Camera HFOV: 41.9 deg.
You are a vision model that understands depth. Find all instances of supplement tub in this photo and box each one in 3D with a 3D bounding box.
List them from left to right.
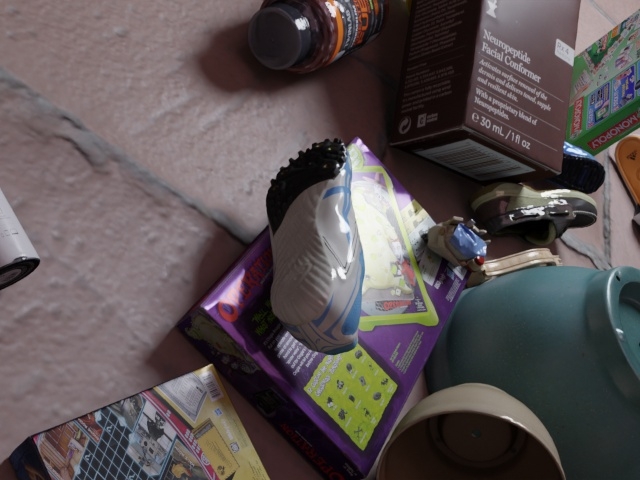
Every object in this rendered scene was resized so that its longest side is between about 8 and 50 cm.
[{"bbox_3d":[-0.004,-0.259,0.987,0.106,0.106,0.198,51,40,-2],"label":"supplement tub"}]

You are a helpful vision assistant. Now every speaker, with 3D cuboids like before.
[{"bbox_3d":[-0.261,-0.031,0.611,0.055,0.055,0.136,-23,79,-49],"label":"speaker"}]

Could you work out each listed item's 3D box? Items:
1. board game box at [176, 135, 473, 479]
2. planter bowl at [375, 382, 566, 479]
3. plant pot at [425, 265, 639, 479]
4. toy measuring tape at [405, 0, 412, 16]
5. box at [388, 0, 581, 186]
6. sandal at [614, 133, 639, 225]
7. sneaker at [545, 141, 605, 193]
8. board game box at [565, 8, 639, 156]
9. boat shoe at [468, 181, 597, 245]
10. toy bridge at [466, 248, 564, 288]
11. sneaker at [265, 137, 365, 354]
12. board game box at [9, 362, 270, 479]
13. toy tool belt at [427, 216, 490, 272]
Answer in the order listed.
[{"bbox_3d":[0.028,0.050,0.838,0.208,0.056,0.347,51,39,-9],"label":"board game box"},{"bbox_3d":[0.139,0.198,0.762,0.162,0.162,0.109,48,23,-6],"label":"planter bowl"},{"bbox_3d":[0.284,0.144,0.896,0.293,0.196,0.293,24,47,-29],"label":"plant pot"},{"bbox_3d":[0.212,-0.305,1.255,0.330,0.121,0.121,60,35,-25],"label":"toy measuring tape"},{"bbox_3d":[0.226,-0.279,1.087,0.191,0.143,0.381,17,75,-35],"label":"box"},{"bbox_3d":[0.560,-0.065,1.398,0.076,0.102,0.265,-1,54,-43],"label":"sandal"},{"bbox_3d":[0.326,-0.132,1.252,0.209,0.069,0.082,23,15,-19],"label":"sneaker"},{"bbox_3d":[0.521,-0.285,1.423,0.046,0.213,0.317,39,42,-15],"label":"board game box"},{"bbox_3d":[0.293,-0.027,1.127,0.224,0.080,0.073,6,64,-35],"label":"boat shoe"},{"bbox_3d":[0.254,0.033,1.051,0.188,0.063,0.026,-2,64,-45],"label":"toy bridge"},{"bbox_3d":[0.000,0.000,0.762,0.237,0.085,0.086,-87,153,-42],"label":"sneaker"},{"bbox_3d":[-0.093,0.225,0.595,0.165,0.042,0.243,-16,74,-48],"label":"board game box"},{"bbox_3d":[0.162,0.004,0.926,0.083,0.051,0.052,30,45,-26],"label":"toy tool belt"}]
